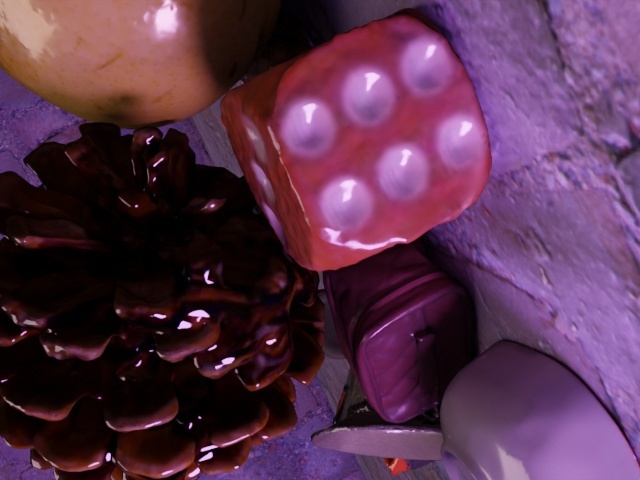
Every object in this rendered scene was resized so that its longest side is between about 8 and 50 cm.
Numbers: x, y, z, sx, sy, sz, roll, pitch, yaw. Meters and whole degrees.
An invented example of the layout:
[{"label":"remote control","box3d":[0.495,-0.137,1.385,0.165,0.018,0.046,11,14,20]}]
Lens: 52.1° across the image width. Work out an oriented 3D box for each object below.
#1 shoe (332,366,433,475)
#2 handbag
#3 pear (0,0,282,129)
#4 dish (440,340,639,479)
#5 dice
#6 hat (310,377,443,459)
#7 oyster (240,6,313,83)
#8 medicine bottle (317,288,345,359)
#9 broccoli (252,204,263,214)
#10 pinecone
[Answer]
[{"label":"shoe","box3d":[0.083,0.239,1.085,0.336,0.171,0.132,62,170,1]},{"label":"handbag","box3d":[0.095,0.105,0.774,0.135,0.146,0.225,-123,14,-45]},{"label":"pear","box3d":[-0.205,-0.292,0.707,0.348,0.348,0.348,59,169,20]},{"label":"dish","box3d":[0.202,0.233,0.646,0.256,0.117,0.256,59,168,21]},{"label":"dice","box3d":[0.030,-0.082,0.562,0.174,0.175,0.179,66,166,-13]},{"label":"hat","box3d":[0.115,0.232,0.940,0.257,0.257,0.130,86,-174,-65]},{"label":"oyster","box3d":[-0.070,-0.231,0.915,0.361,0.096,0.221,58,175,38]},{"label":"medicine bottle","box3d":[0.017,0.164,1.328,0.131,0.131,0.250,63,170,-2]},{"label":"broccoli","box3d":[-0.007,0.012,0.953,0.177,0.198,0.275,1,139,26]},{"label":"pinecone","box3d":[-0.192,0.051,0.703,0.397,0.398,0.398,59,169,20]}]
